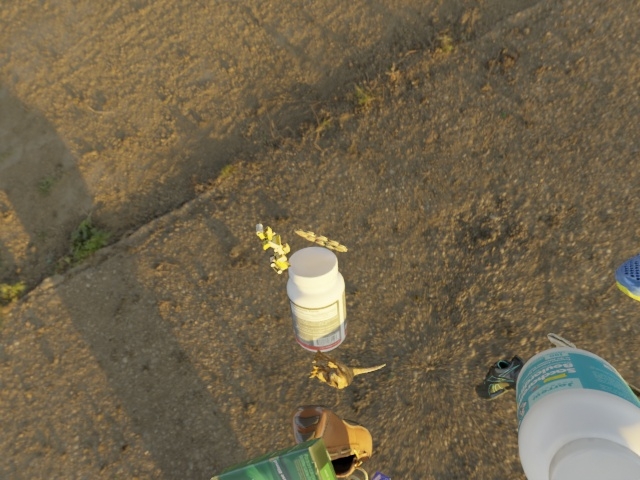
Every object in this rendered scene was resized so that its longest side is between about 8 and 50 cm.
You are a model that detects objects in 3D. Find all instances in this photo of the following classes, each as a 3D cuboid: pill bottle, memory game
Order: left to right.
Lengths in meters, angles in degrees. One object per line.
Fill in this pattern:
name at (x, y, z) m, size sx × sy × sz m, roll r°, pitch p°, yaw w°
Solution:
pill bottle at (-0.012, 0.217, 1.495) m, size 0.209 × 0.363 × 0.210 m, roll -4°, pitch 36°, yaw 3°
memory game at (0.000, 0.000, 1.314) m, size 0.186 × 0.186 × 0.012 m, roll 19°, pitch 84°, yaw 20°
pill bottle at (0.318, 0.232, 0.492) m, size 0.146 × 0.264 × 0.147 m, roll 1°, pitch 92°, yaw 24°

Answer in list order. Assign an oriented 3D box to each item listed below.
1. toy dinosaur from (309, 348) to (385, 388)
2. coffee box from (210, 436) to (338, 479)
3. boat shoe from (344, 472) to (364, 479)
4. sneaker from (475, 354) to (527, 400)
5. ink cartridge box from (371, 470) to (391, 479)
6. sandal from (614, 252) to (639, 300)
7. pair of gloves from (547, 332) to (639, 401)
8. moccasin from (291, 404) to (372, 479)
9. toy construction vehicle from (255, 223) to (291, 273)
toy dinosaur at (0.042, 0.263, 0.800) m, size 0.112 × 0.211 × 0.064 m, roll 21°, pitch 92°, yaw 24°
coffee box at (-0.057, 0.347, 0.546) m, size 0.184 × 0.040 × 0.113 m, roll -28°, pitch 76°, yaw 25°
boat shoe at (0.042, 0.925, 1.332) m, size 0.123 × 0.123 × 0.342 m, roll 36°, pitch 110°, yaw 34°
sneaker at (0.613, 0.461, 1.380) m, size 0.101 × 0.267 × 0.106 m, roll -25°, pitch 73°, yaw -35°
ink cartridge box at (0.163, 0.722, 1.079) m, size 0.046 × 0.207 × 0.097 m, roll 8°, pitch 35°, yaw 41°
sandal at (0.716, 0.008, 0.773) m, size 0.317 × 0.138 × 0.126 m, roll -27°, pitch 31°, yaw 3°
pair of gloves at (0.667, 0.331, 0.976) m, size 0.042 × 0.204 × 0.240 m, roll -49°, pitch 38°, yaw 0°
moccasin at (0.041, 0.510, 0.989) m, size 0.139 × 0.380 × 0.147 m, roll -7°, pitch 56°, yaw 14°
toy construction vehicle at (-0.084, 0.012, 0.783) m, size 0.035 × 0.098 × 0.086 m, roll -27°, pitch 42°, yaw 11°
